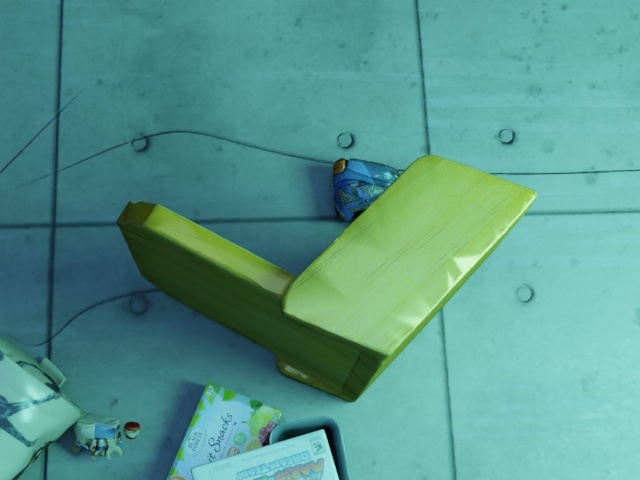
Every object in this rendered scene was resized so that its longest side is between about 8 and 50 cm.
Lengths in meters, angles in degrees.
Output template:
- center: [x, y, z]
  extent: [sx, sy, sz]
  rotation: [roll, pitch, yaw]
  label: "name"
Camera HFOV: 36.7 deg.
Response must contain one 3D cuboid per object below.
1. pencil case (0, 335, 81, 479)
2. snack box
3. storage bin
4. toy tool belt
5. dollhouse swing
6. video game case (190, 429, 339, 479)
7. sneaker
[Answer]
- center: [-0.437, 0.290, 1.071]
  extent: [0.160, 0.183, 0.410]
  rotation: [35, 72, 2]
  label: "pencil case"
- center: [-0.118, 0.256, 1.168]
  extent: [0.100, 0.037, 0.141]
  rotation: [20, 73, 4]
  label: "snack box"
- center: [-0.017, 0.284, 1.137]
  extent: [0.098, 0.091, 0.135]
  rotation: [-9, 73, -5]
  label: "storage bin"
- center: [-0.260, 0.240, 1.165]
  extent: [0.083, 0.052, 0.051]
  rotation: [8, 104, 2]
  label: "toy tool belt"
- center: [0.000, 0.000, 1.090]
  extent: [0.305, 0.347, 0.315]
  rotation: [42, 76, 10]
  label: "dollhouse swing"
- center: [-0.051, 0.301, 1.073]
  extent: [0.157, 0.019, 0.143]
  rotation: [-15, 75, -7]
  label: "video game case"
- center: [0.119, -0.044, 1.258]
  extent: [0.221, 0.083, 0.087]
  rotation: [11, 87, 6]
  label: "sneaker"
